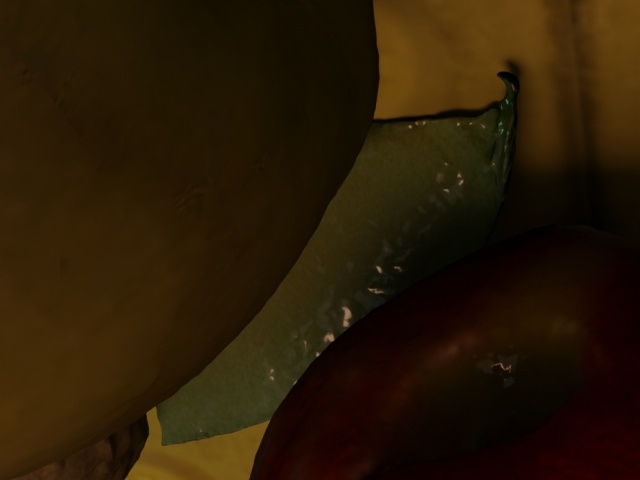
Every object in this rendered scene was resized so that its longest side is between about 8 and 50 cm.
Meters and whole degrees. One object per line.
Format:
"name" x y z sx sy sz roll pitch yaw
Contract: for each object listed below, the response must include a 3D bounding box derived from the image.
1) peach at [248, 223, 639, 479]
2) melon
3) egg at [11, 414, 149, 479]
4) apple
"peach" 0.114 0.163 0.680 0.281 0.281 0.338 -4 132 26
"melon" 0.000 0.000 0.738 0.262 0.053 0.114 -34 97 39
"egg" -0.160 0.056 0.761 0.164 0.164 0.201 1 142 22
"apple" -0.123 -0.068 0.520 0.254 0.292 0.292 -13 128 31
